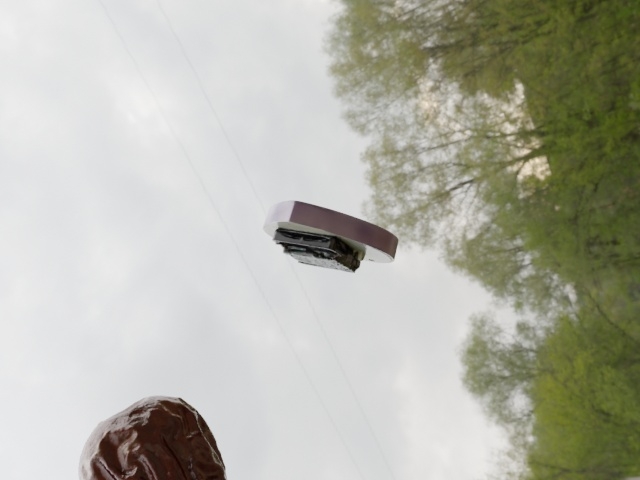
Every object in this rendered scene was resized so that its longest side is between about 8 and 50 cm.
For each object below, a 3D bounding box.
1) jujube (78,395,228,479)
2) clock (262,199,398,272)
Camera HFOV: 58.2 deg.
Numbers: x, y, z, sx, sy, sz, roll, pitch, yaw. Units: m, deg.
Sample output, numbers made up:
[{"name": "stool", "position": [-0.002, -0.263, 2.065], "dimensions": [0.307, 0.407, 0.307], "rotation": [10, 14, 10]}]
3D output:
[{"name": "jujube", "position": [-0.176, 0.289, 0.648], "dimensions": [0.155, 0.155, 0.230], "rotation": [26, -158, -55]}, {"name": "clock", "position": [0.000, 0.000, 0.799], "dimensions": [0.172, 0.198, 0.064], "rotation": [32, -110, -58]}]
